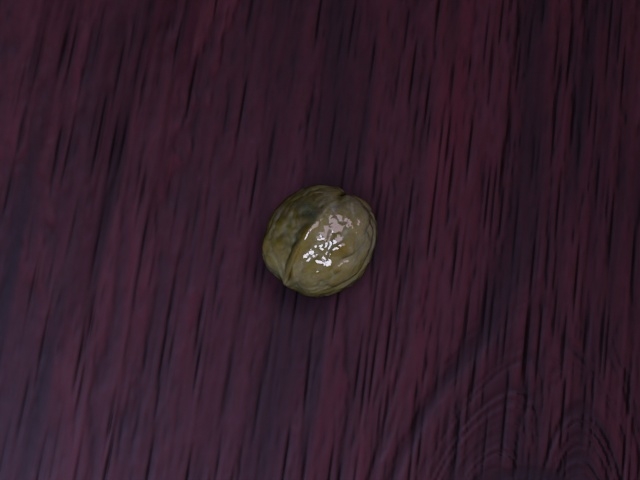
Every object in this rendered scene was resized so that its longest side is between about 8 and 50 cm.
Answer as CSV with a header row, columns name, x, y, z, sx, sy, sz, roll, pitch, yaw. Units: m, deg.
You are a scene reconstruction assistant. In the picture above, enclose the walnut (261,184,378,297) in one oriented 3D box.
name,x,y,z,sx,sy,sz,roll,pitch,yaw
walnut,0.000,0.000,1.513,0.092,0.092,0.092,7,67,-17
